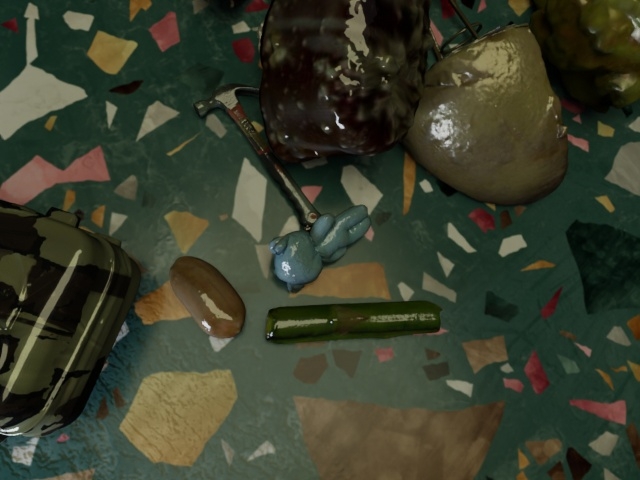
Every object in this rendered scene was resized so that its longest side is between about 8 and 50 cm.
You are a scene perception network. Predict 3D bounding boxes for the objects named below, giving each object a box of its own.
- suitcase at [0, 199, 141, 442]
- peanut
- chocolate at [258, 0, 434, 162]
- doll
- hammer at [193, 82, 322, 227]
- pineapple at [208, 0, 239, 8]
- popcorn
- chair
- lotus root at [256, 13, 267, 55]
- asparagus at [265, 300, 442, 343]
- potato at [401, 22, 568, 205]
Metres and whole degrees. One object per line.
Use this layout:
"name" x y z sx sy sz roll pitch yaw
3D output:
"suitcase" -0.450 0.110 0.750 0.351 0.194 0.339 16 75 15
"peanut" -0.172 0.085 0.862 0.076 0.076 0.152 -40 79 -13
"chocolate" 0.054 -0.273 0.838 0.225 0.210 0.341 7 96 -40
"doll" -0.004 -0.001 0.897 0.179 0.120 0.075 -40 45 -21
"hammer" -0.089 -0.140 0.939 0.111 0.033 0.288 -33 84 -11
"pineapple" -0.238 -0.539 0.925 0.271 0.262 0.263 15 77 8
"popcorn" 0.516 -0.403 0.944 0.321 0.290 0.326 44 96 1
"chair" 0.232 -0.394 1.006 0.095 0.104 0.222 -30 88 -38
"lotus root" -0.047 -0.327 0.958 0.122 0.081 0.113 8 79 -6
"asparagus" 0.051 0.126 0.886 0.277 0.067 0.060 -1 51 -11
"potato" 0.265 -0.164 0.902 0.189 0.211 0.265 -28 87 -13
